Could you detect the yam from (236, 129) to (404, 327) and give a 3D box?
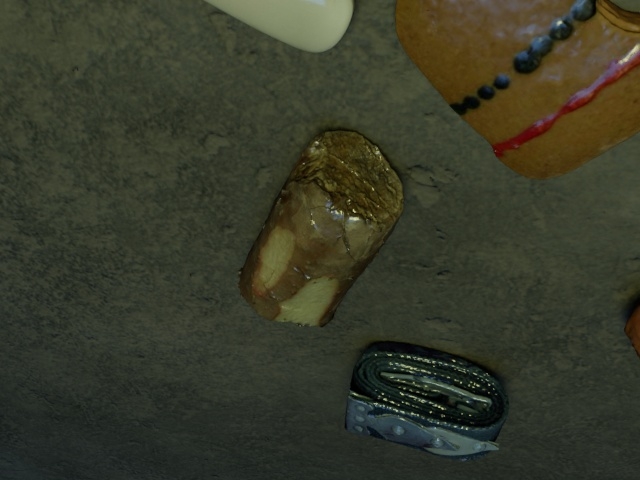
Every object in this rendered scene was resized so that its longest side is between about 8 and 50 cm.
[{"bbox_3d":[-0.001,-0.002,0.751,0.128,0.129,0.238,49,136,17],"label":"yam"}]

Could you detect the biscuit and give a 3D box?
[{"bbox_3d":[0.215,-0.187,0.560,0.262,0.052,0.277,-28,120,35],"label":"biscuit"}]

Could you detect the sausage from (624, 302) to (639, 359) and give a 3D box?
[{"bbox_3d":[0.465,0.079,0.707,0.259,0.114,0.113,-26,122,33],"label":"sausage"}]

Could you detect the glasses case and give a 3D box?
[{"bbox_3d":[-0.065,-0.240,0.586,0.204,0.051,0.081,28,135,-11],"label":"glasses case"}]

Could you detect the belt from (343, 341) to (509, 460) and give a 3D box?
[{"bbox_3d":[0.147,0.235,0.935,0.218,0.122,0.128,13,137,12],"label":"belt"}]
